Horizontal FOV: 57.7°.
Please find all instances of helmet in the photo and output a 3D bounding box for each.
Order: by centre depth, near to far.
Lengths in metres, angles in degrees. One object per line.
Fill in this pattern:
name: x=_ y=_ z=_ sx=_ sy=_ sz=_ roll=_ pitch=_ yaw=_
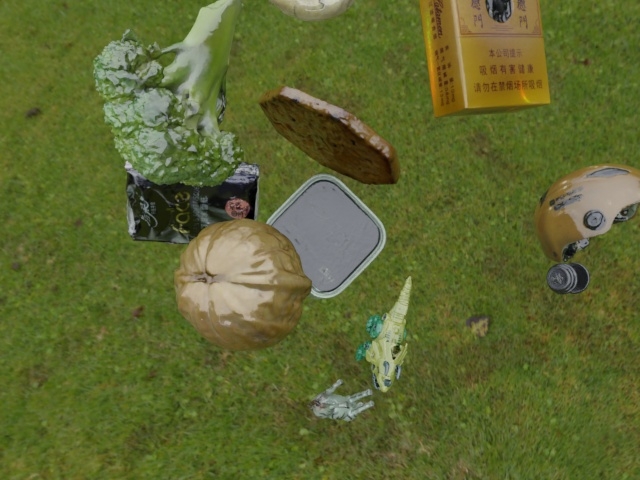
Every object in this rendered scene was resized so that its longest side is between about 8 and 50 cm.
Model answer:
helmet: x=0.471 y=-0.064 z=1.024 sx=0.224 sy=0.198 sz=0.130 roll=-46 pitch=72 yaw=38

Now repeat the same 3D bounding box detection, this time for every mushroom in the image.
mushroom: x=-0.010 y=-0.362 z=0.754 sx=0.154 sy=0.154 sz=0.122 roll=-16 pitch=28 yaw=9

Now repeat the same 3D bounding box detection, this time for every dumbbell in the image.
dumbbell: x=0.766 y=0.117 z=1.795 sx=0.099 sy=0.208 sz=0.099 roll=-2 pitch=87 yaw=49

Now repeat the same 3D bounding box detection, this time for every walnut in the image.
walnut: x=-0.110 y=0.067 z=0.866 sx=0.213 sy=0.213 sz=0.213 roll=-8 pitch=61 yaw=14

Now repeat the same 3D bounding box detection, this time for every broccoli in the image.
broccoli: x=-0.249 y=-0.232 z=0.930 sx=0.186 sy=0.254 sz=0.302 roll=-1 pitch=97 yaw=42

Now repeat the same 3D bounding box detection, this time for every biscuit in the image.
biscuit: x=0.023 y=-0.229 z=1.295 sx=0.359 sy=0.359 sz=0.046 roll=26 pitch=82 yaw=28

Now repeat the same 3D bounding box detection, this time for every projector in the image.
projector: x=0.000 y=0.000 z=1.486 sx=0.248 sy=0.249 sz=0.248 roll=45 pitch=82 yaw=0

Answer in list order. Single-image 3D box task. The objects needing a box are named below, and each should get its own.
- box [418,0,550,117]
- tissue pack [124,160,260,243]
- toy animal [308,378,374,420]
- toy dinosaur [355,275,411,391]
box: x=0.348 y=-0.487 z=1.259 sx=0.264 sy=0.115 sz=0.416 roll=-9 pitch=95 yaw=-27
tissue pack: x=-0.323 y=-0.091 z=1.472 sx=0.332 sy=0.245 sz=0.123 roll=6 pitch=36 yaw=-7
toy animal: x=0.082 y=0.486 z=1.711 sx=0.169 sy=0.255 sz=0.090 roll=-25 pitch=51 yaw=22
toy dinosaur: x=0.155 y=0.206 z=1.311 sx=0.094 sy=0.153 sz=0.259 roll=19 pitch=80 yaw=-16
